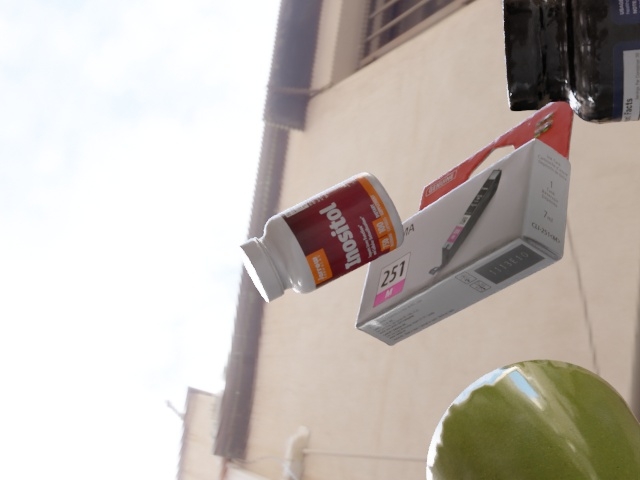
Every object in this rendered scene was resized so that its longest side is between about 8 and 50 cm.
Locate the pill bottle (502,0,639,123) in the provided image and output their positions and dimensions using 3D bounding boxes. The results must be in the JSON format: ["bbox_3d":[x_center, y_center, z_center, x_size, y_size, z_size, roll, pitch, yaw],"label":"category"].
[{"bbox_3d":[0.248,-0.150,0.778,0.219,0.123,0.123,-2,-95,12],"label":"pill bottle"}]

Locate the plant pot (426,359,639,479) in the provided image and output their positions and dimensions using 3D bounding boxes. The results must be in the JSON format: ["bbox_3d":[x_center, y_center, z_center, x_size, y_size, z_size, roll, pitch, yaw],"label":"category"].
[{"bbox_3d":[0.278,0.306,1.166,0.274,0.293,0.275,-1,-80,-4],"label":"plant pot"}]

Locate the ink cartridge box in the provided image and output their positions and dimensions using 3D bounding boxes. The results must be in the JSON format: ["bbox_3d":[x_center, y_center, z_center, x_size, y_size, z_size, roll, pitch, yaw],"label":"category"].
[{"bbox_3d":[0.158,-0.035,1.150,0.060,0.275,0.239,30,-127,-22],"label":"ink cartridge box"}]

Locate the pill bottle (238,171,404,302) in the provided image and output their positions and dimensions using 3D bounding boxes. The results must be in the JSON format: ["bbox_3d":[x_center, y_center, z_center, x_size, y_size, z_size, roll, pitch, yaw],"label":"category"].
[{"bbox_3d":[0.000,0.000,1.051,0.152,0.086,0.086,-28,-85,-10],"label":"pill bottle"}]
